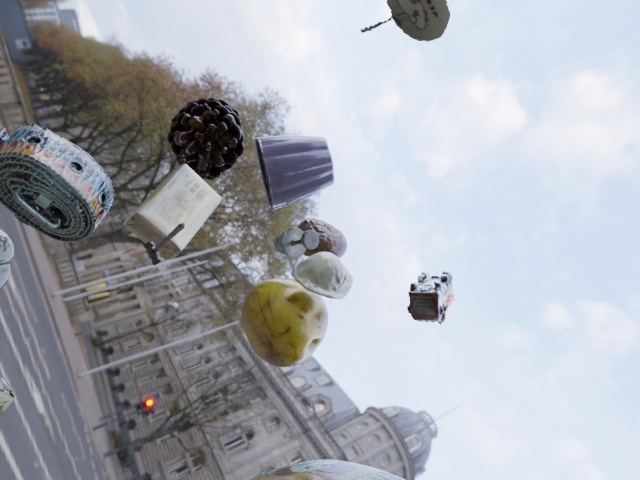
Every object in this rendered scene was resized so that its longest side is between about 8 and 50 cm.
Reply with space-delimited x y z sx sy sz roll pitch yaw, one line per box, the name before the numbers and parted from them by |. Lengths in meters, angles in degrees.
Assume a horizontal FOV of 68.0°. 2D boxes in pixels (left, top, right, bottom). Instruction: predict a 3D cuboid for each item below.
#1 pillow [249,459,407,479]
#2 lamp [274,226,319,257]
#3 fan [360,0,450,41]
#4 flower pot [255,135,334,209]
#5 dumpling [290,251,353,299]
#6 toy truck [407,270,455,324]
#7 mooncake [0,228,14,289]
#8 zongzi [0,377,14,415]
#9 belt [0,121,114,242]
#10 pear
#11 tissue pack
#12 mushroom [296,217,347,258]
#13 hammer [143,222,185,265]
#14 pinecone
pillow | 0.019 0.472 0.858 0.313 0.310 0.119 -7 -108 38
lamp | -0.090 0.006 1.828 0.215 0.121 0.121 -10 -84 54
fan | 0.203 -0.586 1.233 0.190 0.009 0.329 48 -18 -25
flower pot | -0.086 -0.254 1.662 0.265 0.243 0.264 168 -90 -84
dumpling | 0.014 0.113 1.401 0.155 0.181 0.111 56 -19 28
toy truck | 0.359 0.179 1.524 0.114 0.270 0.135 -2 -82 25
mooncake | -0.986 0.060 1.304 0.135 0.275 0.274 28 -44 19
zongzi | -0.726 0.245 0.889 0.256 0.228 0.114 31 -89 42
belt | -0.646 -0.128 1.125 0.295 0.207 0.160 58 27 -36
pear | -0.113 0.252 1.502 0.281 0.281 0.280 42 -39 47
tissue pack | -0.417 -0.085 1.360 0.125 0.234 0.159 -24 -61 43
mushroom | 0.000 0.000 2.063 0.253 0.253 0.153 46 -55 44
hammer | -0.341 0.003 1.047 0.292 0.029 0.058 -23 -84 57
pinecone | -0.412 -0.368 1.698 0.298 0.242 0.296 -62 -149 8
